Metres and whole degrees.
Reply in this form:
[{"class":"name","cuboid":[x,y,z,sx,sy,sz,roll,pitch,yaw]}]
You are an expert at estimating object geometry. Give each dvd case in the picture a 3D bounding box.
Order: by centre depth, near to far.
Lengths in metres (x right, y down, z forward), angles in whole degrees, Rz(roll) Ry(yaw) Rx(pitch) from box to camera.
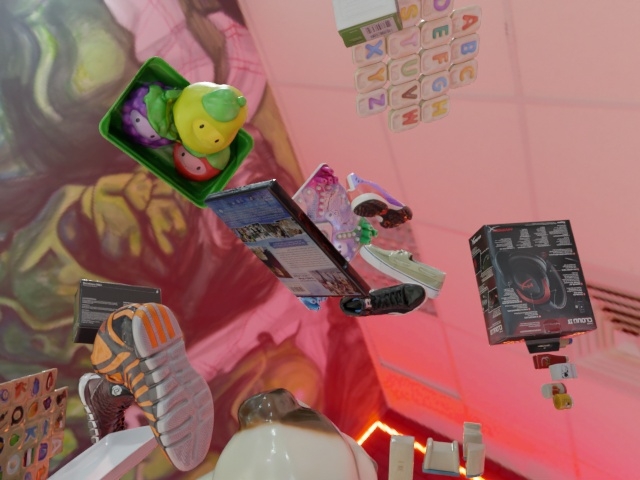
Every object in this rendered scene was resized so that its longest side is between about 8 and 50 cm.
[{"class":"dvd case","cuboid":[-0.053,0.007,1.033,0.180,0.022,0.253,-6,-47,48]}]

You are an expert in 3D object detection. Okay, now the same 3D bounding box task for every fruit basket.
[{"class":"fruit basket","cuboid":[-0.338,-0.280,1.645,0.392,0.283,0.392,35,-6,4]}]

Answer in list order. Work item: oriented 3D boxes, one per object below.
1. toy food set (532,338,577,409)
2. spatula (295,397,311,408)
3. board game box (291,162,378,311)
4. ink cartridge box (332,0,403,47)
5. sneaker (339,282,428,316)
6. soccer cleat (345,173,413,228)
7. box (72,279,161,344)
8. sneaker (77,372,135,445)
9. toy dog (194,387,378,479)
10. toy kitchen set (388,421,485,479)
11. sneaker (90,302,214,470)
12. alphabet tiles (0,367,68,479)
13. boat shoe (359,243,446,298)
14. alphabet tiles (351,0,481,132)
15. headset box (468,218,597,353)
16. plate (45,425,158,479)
[{"class":"toy food set","cuboid":[0.635,0.323,1.685,0.111,0.104,0.232,122,-37,-67]},{"class":"spatula","cuboid":[-0.047,0.583,1.891,0.242,0.168,0.019,38,-6,-17]},{"class":"board game box","cuboid":[0.000,0.000,2.215,0.050,0.390,0.390,25,-19,47]},{"class":"ink cartridge box","cuboid":[0.074,-0.465,1.156,0.062,0.109,0.209,36,43,-67]},{"class":"sneaker","cuboid":[0.152,0.156,1.600,0.217,0.121,0.079,-14,-98,24]},{"class":"soccer cleat","cuboid":[0.182,-0.118,1.950,0.109,0.318,0.116,-32,-115,25]},{"class":"box","cuboid":[-0.651,0.239,2.068,0.103,0.261,0.184,-53,-143,40]},{"class":"sneaker","cuboid":[-0.575,0.500,1.836,0.106,0.162,0.281,-80,154,-81]},{"class":"toy dog","cuboid":[-0.096,0.368,0.843,0.395,0.284,0.408,22,-55,-28]},{"class":"toy kitchen set","cuboid":[0.267,0.497,1.478,0.207,0.166,0.122,4,-83,10]},{"class":"sneaker","cuboid":[-0.318,0.271,1.205,0.180,0.124,0.321,-12,-85,37]},{"class":"alphabet tiles","cuboid":[-0.700,0.460,1.506,0.011,0.285,0.342,4,-1,11]},{"class":"boat shoe","cuboid":[0.271,0.080,2.101,0.302,0.109,0.094,29,-78,19]},{"class":"alphabet tiles","cuboid":[0.196,-0.351,1.274,0.021,0.278,0.284,-122,-162,-45]},{"class":"headset box","cuboid":[0.482,0.110,1.469,0.110,0.218,0.293,111,-27,-69]},{"class":"plate","cuboid":[-0.521,0.536,1.523,0.278,0.277,0.045,-21,-84,36]}]
